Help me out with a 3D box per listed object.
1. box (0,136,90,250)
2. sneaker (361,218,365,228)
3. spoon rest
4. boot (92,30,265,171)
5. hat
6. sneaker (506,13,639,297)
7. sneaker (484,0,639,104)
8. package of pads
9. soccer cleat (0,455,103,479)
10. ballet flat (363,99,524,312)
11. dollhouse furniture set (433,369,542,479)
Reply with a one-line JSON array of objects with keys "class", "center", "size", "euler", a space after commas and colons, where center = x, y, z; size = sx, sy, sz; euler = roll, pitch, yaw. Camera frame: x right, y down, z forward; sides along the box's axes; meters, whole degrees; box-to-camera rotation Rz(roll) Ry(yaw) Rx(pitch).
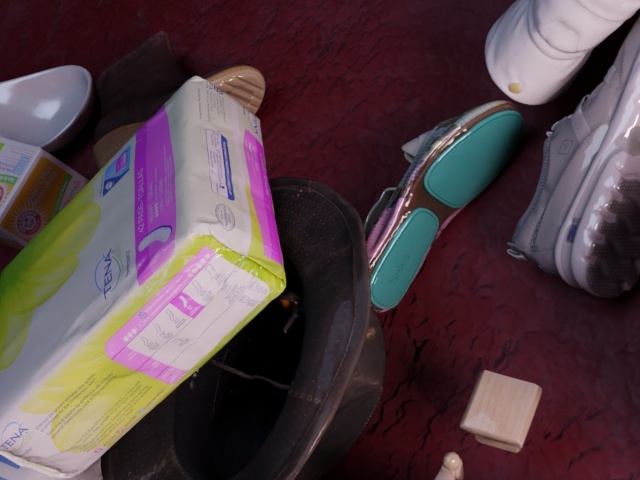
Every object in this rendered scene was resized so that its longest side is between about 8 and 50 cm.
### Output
[{"class": "box", "center": [-0.385, -0.057, 1.377], "size": [0.203, 0.103, 0.114], "euler": [15, 73, 46]}, {"class": "sneaker", "center": [0.000, 0.000, 1.056], "size": [0.118, 0.067, 0.042], "euler": [14, 66, 14]}, {"class": "spoon rest", "center": [-0.405, -0.170, 1.487], "size": [0.276, 0.084, 0.137], "euler": [-3, 58, 41]}, {"class": "boot", "center": [-0.176, -0.181, 1.289], "size": [0.248, 0.090, 0.207], "euler": [-33, 47, 25]}, {"class": "hat", "center": [-0.036, 0.120, 0.919], "size": [0.331, 0.134, 0.331], "euler": [-30, 45, 36]}, {"class": "sneaker", "center": [0.228, -0.097, 0.869], "size": [0.115, 0.105, 0.281], "euler": [14, 70, 50]}, {"class": "sneaker", "center": [0.225, -0.236, 0.961], "size": [0.292, 0.108, 0.169], "euler": [-54, 2, -42]}, {"class": "package of pads", "center": [-0.162, 0.036, 0.936], "size": [0.296, 0.101, 0.229], "euler": [-42, 34, 24]}, {"class": "soccer cleat", "center": [-0.257, 0.230, 1.082], "size": [0.331, 0.116, 0.143], "euler": [-28, 67, 23]}, {"class": "ballet flat", "center": [0.088, -0.040, 0.979], "size": [0.221, 0.077, 0.079], "euler": [-55, 39, 2]}, {"class": "dollhouse furniture set", "center": [0.172, 0.229, 0.602], "size": [0.303, 0.174, 0.355], "euler": [13, 58, 21]}]
